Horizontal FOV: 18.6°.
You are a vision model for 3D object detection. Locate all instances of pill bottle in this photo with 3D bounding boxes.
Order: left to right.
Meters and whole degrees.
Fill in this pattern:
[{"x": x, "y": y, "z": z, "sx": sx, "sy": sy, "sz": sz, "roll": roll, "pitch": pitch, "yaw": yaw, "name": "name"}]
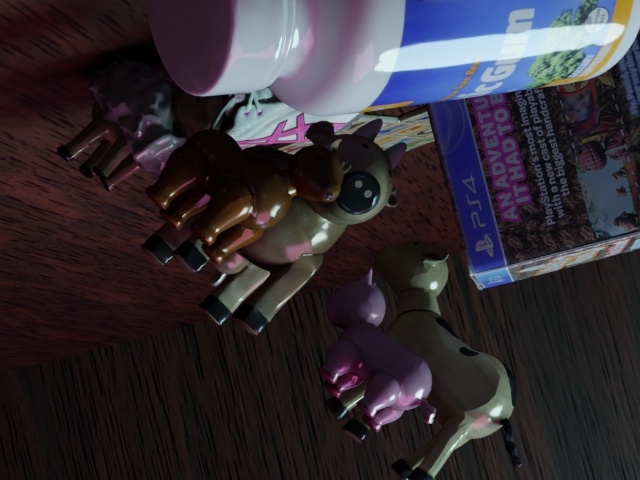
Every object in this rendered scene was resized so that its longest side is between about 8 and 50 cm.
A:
[{"x": 0.043, "y": -0.152, "z": 1.136, "sx": 0.272, "sy": 0.152, "sz": 0.152, "roll": -11, "pitch": 172, "yaw": -29, "name": "pill bottle"}]

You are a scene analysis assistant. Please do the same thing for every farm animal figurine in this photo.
[{"x": 0.000, "y": 0.000, "z": 1.450, "sx": 0.172, "sy": 0.330, "sz": 0.327, "roll": -46, "pitch": -147, "yaw": -12, "name": "farm animal figurine"}]

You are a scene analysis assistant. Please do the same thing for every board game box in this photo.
[{"x": 0.225, "y": -0.113, "z": 1.447, "sx": 0.291, "sy": 0.232, "sz": 0.141, "roll": -14, "pitch": 172, "yaw": 6, "name": "board game box"}]

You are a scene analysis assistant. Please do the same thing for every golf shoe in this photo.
[{"x": -0.041, "y": -0.110, "z": 1.600, "sx": 0.186, "sy": 0.067, "sz": 0.086, "roll": -17, "pitch": 170, "yaw": 21, "name": "golf shoe"}]

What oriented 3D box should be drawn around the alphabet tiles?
[{"x": 0.052, "y": -0.105, "z": 2.022, "sx": 0.198, "sy": 0.009, "sz": 0.237, "roll": -18, "pitch": 172, "yaw": 31, "name": "alphabet tiles"}]
